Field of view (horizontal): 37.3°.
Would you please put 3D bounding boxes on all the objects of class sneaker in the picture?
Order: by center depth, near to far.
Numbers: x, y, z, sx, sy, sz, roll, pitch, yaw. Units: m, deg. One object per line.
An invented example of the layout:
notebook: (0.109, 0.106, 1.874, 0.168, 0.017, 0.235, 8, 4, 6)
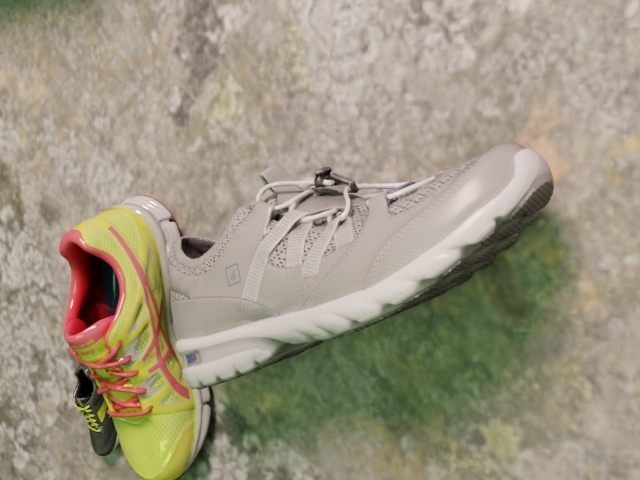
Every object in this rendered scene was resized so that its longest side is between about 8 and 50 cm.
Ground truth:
sneaker: (0.000, 0.000, 0.563, 0.281, 0.105, 0.115, -26, 84, 32)
sneaker: (-0.141, 0.077, 0.668, 0.081, 0.094, 0.208, -9, 94, 30)
sneaker: (-0.175, 0.127, 0.730, 0.031, 0.035, 0.083, 3, 99, 32)
